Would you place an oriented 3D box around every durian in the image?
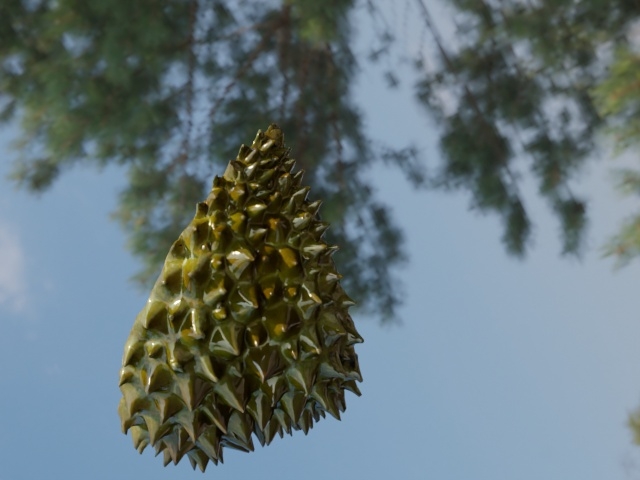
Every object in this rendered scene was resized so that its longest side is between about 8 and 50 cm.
[{"bbox_3d":[-0.066,0.073,0.942,0.306,0.172,0.166,89,167,-57],"label":"durian"}]

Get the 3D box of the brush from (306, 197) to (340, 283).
[{"bbox_3d":[0.000,0.000,1.007,0.024,0.008,0.083,21,-140,-50],"label":"brush"}]
